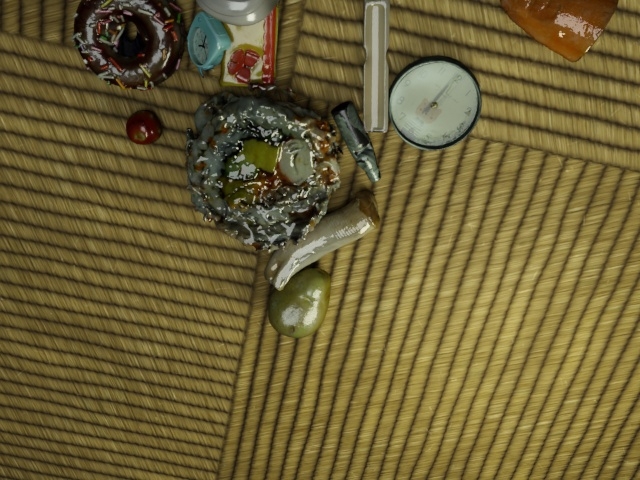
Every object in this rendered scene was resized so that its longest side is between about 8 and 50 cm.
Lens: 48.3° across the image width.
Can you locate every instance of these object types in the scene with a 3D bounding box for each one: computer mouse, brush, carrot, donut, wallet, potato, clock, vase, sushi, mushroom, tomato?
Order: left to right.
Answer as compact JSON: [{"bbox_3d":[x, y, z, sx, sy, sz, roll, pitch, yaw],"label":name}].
[{"bbox_3d":[-0.440,-0.471,1.634,0.269,0.103,0.270,2,115,4],"label":"donut"},{"bbox_3d":[-0.434,-0.274,1.743,0.087,0.075,0.087,3,119,4],"label":"tomato"},{"bbox_3d":[-0.264,-0.441,1.631,0.147,0.045,0.108,-46,67,48],"label":"clock"},{"bbox_3d":[-0.165,-0.469,1.637,0.141,0.067,0.241,3,116,0],"label":"wallet"},{"bbox_3d":[-0.146,-0.573,1.517,0.184,0.297,0.121,17,159,8],"label":"computer mouse"},{"bbox_3d":[-0.142,-0.179,1.711,0.417,0.176,0.418,2,119,3],"label":"sushi"},{"bbox_3d":[-0.050,0.157,1.889,0.157,0.157,0.194,30,108,-11],"label":"potato"},{"bbox_3d":[0.000,0.000,1.822,0.351,0.123,0.095,-36,140,12],"label":"mushroom"},{"bbox_3d":[0.096,-0.234,1.738,0.060,0.060,0.211,-23,113,14],"label":"vase"},{"bbox_3d":[0.130,-0.414,1.660,0.060,0.050,0.321,1,108,6],"label":"brush"},{"bbox_3d":[0.271,-0.321,1.691,0.226,0.049,0.226,2,117,3],"label":"clock"},{"bbox_3d":[0.500,-0.504,1.548,0.225,0.159,0.159,28,115,3],"label":"carrot"}]
